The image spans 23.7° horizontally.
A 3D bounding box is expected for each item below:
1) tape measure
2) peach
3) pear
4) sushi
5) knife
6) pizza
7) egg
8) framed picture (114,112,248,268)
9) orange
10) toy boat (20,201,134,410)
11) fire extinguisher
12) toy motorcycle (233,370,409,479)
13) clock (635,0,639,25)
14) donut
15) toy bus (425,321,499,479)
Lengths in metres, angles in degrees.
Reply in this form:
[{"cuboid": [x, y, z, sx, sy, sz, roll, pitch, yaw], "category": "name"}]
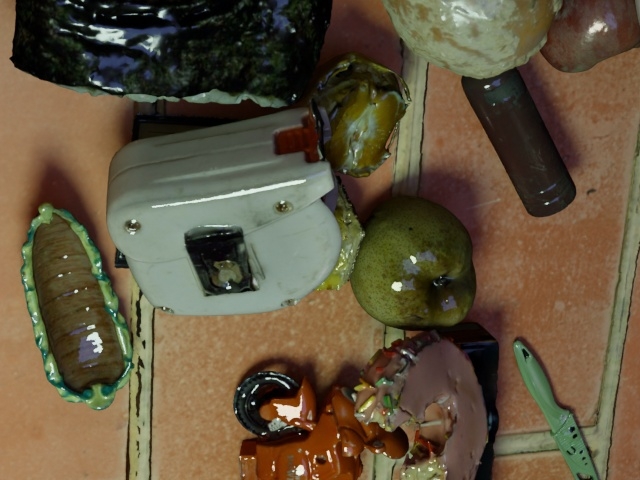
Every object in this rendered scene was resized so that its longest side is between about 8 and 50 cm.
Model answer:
[{"cuboid": [-0.097, -0.024, 1.711, 0.258, 0.130, 0.265, -11, 138, 6], "category": "tape measure"}, {"cuboid": [0.325, -0.286, 1.841, 0.152, 0.152, 0.152, -7, 114, -18], "category": "peach"}, {"cuboid": [0.115, 0.031, 1.879, 0.167, 0.136, 0.167, -10, 115, -23], "category": "pear"}, {"cuboid": [-0.158, -0.239, 1.634, 0.350, 0.211, 0.171, 1, 106, -27], "category": "sushi"}, {"cuboid": [0.329, 0.244, 2.115, 0.043, 0.020, 0.293, -32, 119, -7], "category": "knife"}, {"cuboid": [0.000, 0.000, 1.851, 0.035, 0.099, 0.160, -4, 119, -54], "category": "pizza"}, {"cuboid": [0.164, -0.301, 1.729, 0.203, 0.203, 0.245, -37, 108, -3], "category": "egg"}, {"cuboid": [-0.142, -0.054, 1.821, 0.195, 0.010, 0.199, 2, 111, -21], "category": "framed picture"}, {"cuboid": [0.024, -0.150, 1.782, 0.160, 0.112, 0.170, -38, 133, -22], "category": "orange"}, {"cuboid": [-0.291, 0.060, 1.767, 0.108, 0.099, 0.293, -18, 124, -12], "category": "toy boat"}, {"cuboid": [0.238, -0.157, 1.891, 0.089, 0.072, 0.268, -53, 125, -34], "category": "fire extinguisher"}, {"cuboid": [0.004, 0.314, 1.963, 0.221, 0.148, 0.326, -1, 111, 4], "category": "toy motorcycle"}, {"cuboid": [0.467, -0.317, 1.770, 0.326, 0.184, 0.342, -41, 122, -44], "category": "clock"}, {"cuboid": [0.124, 0.215, 1.863, 0.199, 0.085, 0.233, -50, 126, -42], "category": "donut"}, {"cuboid": [0.181, 0.307, 2.043, 0.093, 0.092, 0.409, -5, 113, -16], "category": "toy bus"}]
